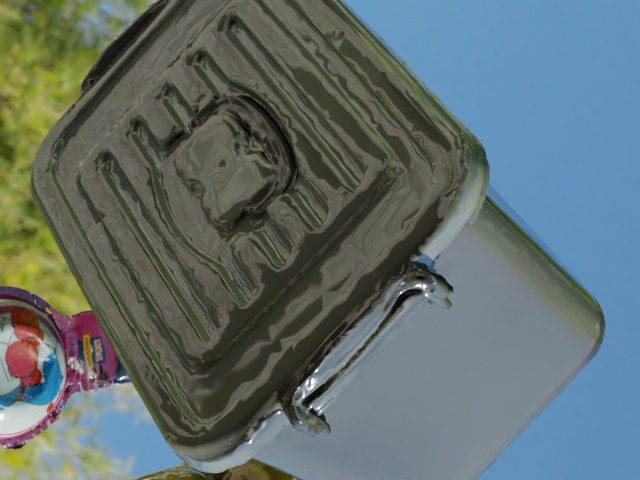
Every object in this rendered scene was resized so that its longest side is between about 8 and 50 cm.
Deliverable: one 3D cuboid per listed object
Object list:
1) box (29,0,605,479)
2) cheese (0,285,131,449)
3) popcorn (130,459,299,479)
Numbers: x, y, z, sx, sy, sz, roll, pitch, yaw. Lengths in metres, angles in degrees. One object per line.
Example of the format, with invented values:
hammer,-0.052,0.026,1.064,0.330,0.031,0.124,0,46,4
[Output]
box,0.000,0.000,0.742,0.163,0.135,0.243,-47,-139,8
cheese,-0.166,0.071,1.035,0.038,0.145,0.095,-1,-84,54
popcorn,-0.070,0.293,1.320,0.282,0.282,0.247,4,-76,55
